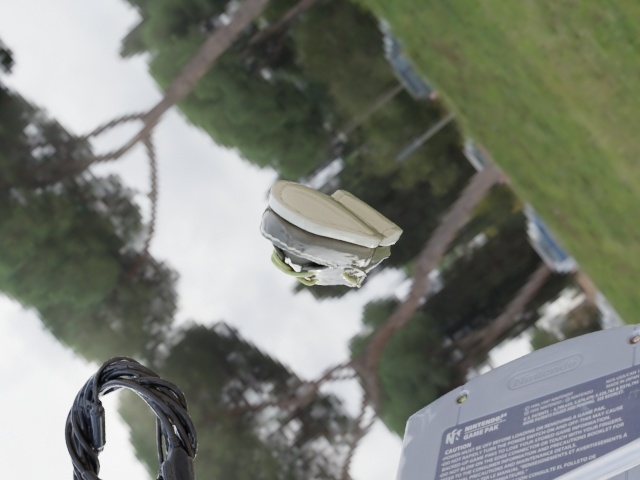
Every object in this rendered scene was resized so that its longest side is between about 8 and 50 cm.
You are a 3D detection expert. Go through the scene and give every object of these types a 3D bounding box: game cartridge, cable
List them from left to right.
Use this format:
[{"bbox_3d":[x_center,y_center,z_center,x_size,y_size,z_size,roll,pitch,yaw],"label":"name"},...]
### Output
[{"bbox_3d":[-0.180,0.199,1.393,0.047,0.150,0.184,-16,-83,-51],"label":"cable"},{"bbox_3d":[0.190,0.170,1.211,0.060,0.294,0.196,45,-142,-30],"label":"game cartridge"}]

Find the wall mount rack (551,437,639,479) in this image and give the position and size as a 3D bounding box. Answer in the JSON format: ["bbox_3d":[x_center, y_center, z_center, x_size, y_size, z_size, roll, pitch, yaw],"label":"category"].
[{"bbox_3d":[0.246,0.191,0.808,0.350,0.304,0.130,63,180,12],"label":"wall mount rack"}]

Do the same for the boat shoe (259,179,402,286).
[{"bbox_3d":[0.004,0.003,1.514,0.109,0.091,0.305,37,-171,14],"label":"boat shoe"}]
